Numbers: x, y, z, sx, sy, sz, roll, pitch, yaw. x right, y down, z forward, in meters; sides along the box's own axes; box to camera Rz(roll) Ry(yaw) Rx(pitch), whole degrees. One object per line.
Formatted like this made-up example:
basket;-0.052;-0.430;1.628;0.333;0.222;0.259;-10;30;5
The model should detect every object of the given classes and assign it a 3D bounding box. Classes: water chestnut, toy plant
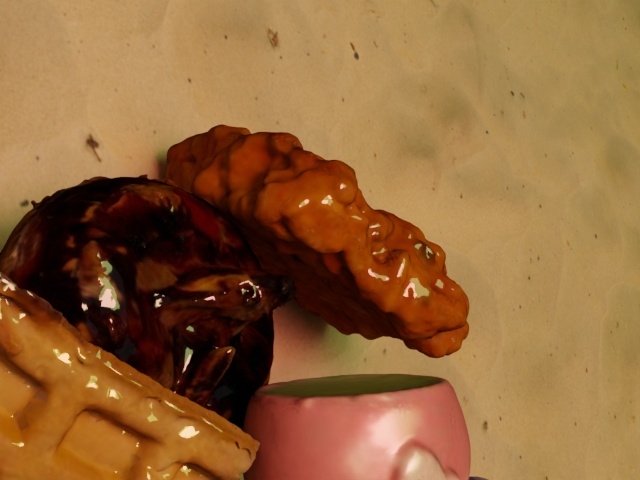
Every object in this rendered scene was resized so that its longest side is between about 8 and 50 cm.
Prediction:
water chestnut;-0.149;0.070;1.028;0.300;0.300;0.300;24;55;-39
toy plant;0.015;0.290;0.978;0.317;0.210;0.356;-4;98;-39

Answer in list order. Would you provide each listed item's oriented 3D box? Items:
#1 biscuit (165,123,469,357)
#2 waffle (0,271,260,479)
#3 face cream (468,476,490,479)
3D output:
biscuit;0.000;0.000;1.226;0.312;0.318;0.110;40;75;-28
waffle;-0.243;0.216;0.864;0.304;0.077;0.348;36;88;-29
face cream;0.192;0.424;1.242;0.420;0.137;0.235;-98;166;-52
